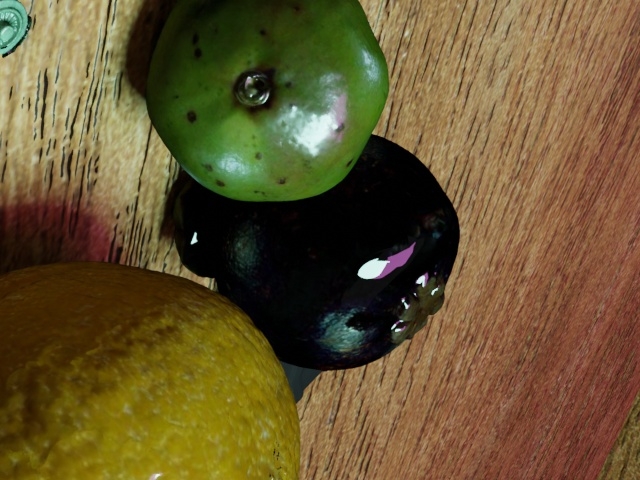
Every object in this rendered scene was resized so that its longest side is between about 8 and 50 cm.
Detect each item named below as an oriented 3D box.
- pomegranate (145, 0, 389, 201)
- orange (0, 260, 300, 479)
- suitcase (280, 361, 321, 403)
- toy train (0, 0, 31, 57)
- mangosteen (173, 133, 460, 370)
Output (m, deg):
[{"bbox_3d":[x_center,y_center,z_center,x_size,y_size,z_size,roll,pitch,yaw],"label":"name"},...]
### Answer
[{"bbox_3d":[-0.038,-0.125,1.205,0.187,0.187,0.225,-63,-177,15],"label":"pomegranate"},{"bbox_3d":[-0.175,0.167,1.128,0.357,0.322,0.322,-37,152,-59],"label":"orange"},{"bbox_3d":[-0.095,0.144,1.536,0.285,0.066,0.206,-45,154,-22],"label":"suitcase"},{"bbox_3d":[-0.244,-0.105,0.946,0.099,0.070,0.172,4,118,-55],"label":"toy train"},{"bbox_3d":[0.000,0.000,1.333,0.243,0.243,0.243,-42,153,-28],"label":"mangosteen"}]
